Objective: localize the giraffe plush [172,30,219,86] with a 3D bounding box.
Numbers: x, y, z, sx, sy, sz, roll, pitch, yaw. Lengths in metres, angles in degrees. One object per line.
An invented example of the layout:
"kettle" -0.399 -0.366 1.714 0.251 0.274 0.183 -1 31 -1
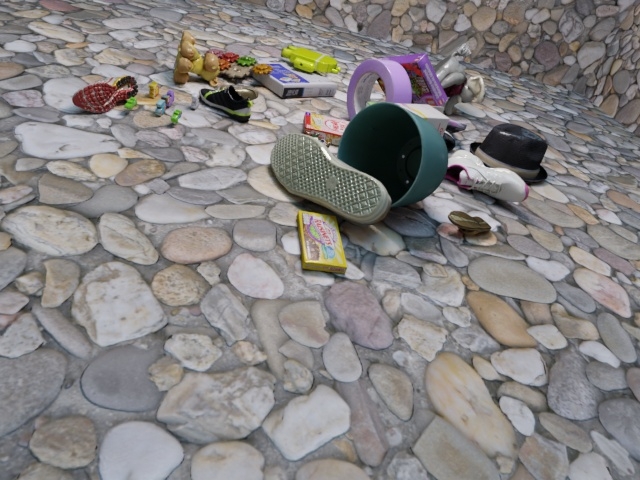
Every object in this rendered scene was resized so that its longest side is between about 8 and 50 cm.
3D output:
"giraffe plush" -0.468 -0.676 1.724 0.170 0.182 0.210 11 0 -26

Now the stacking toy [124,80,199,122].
"stacking toy" -0.515 -0.451 1.473 0.166 0.052 0.221 14 38 -1

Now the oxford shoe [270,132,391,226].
"oxford shoe" 0.020 -0.166 1.251 0.449 0.169 0.130 35 4 34

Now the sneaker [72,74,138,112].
"sneaker" -0.681 -0.457 1.398 0.092 0.088 0.225 8 31 23

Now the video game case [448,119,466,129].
"video game case" 0.460 -0.510 1.894 0.274 0.026 0.196 17 9 -2

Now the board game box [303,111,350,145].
"board game box" 0.033 -0.403 1.631 0.193 0.045 0.147 10 36 -10

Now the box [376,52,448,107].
"box" 0.335 -0.611 1.724 0.057 0.201 0.293 -46 33 -10

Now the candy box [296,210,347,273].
"candy box" 0.000 0.000 1.099 0.105 0.027 0.206 10 37 -16

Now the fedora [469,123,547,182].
"fedora" 0.783 -0.370 1.802 0.333 0.153 0.334 11 37 -8

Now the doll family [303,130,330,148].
"doll family" -0.063 -0.285 1.414 0.111 0.076 0.193 34 42 15

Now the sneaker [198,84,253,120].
"sneaker" -0.328 -0.509 1.580 0.234 0.097 0.084 30 37 17

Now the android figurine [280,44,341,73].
"android figurine" -0.038 -0.824 2.045 0.272 0.056 0.248 20 33 0

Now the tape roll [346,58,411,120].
"tape roll" 0.215 -0.537 1.686 0.090 0.275 0.275 -10 44 -33

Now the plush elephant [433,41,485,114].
"plush elephant" 0.637 -0.739 2.149 0.255 0.330 0.272 47 10 -19

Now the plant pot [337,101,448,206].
"plant pot" 0.232 -0.234 1.301 0.235 0.293 0.293 -4 39 -46

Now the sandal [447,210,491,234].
"sandal" 0.441 -0.044 1.325 0.180 0.049 0.072 7 40 -39

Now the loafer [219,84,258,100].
"loafer" -0.309 -0.551 1.685 0.147 0.056 0.050 1 38 -5

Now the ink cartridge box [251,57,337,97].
"ink cartridge box" -0.134 -0.723 1.973 0.303 0.072 0.307 -18 46 -37

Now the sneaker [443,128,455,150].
"sneaker" 0.447 -0.422 1.796 0.216 0.079 0.121 11 36 -10

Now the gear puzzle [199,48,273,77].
"gear puzzle" -0.358 -0.740 1.858 0.338 0.044 0.175 18 48 14

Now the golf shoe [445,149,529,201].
"golf shoe" 0.556 -0.202 1.542 0.140 0.115 0.306 -31 50 -34

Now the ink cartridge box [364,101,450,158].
"ink cartridge box" 0.300 -0.351 1.532 0.353 0.207 0.119 -9 42 -30
